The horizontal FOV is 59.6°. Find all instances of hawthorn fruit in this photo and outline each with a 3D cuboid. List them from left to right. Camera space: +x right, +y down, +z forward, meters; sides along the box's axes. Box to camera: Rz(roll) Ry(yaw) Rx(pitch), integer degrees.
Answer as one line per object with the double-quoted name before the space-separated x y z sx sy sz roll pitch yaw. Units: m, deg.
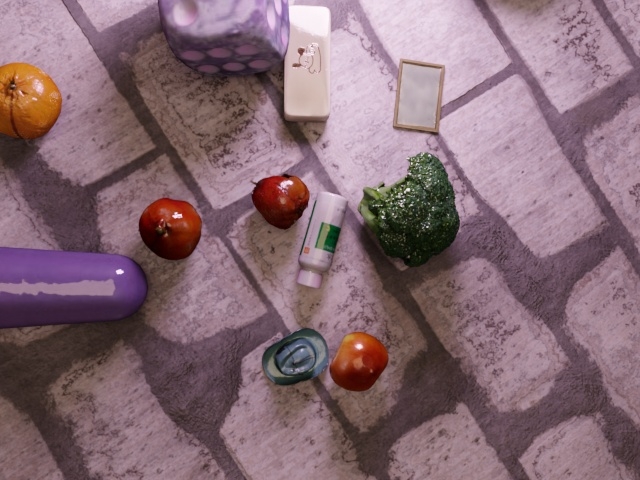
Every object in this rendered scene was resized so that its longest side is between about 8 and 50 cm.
"hawthorn fruit" -0.385 -0.028 1.444 0.169 0.188 0.169 -1 95 -10
"hawthorn fruit" -0.115 -0.118 1.506 0.172 0.148 0.148 31 85 15

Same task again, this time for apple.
"apple" 0.105 0.329 1.501 0.139 0.163 0.163 26 85 3

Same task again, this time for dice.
"dice" -0.235 -0.586 1.413 0.270 0.270 0.271 -2 88 12

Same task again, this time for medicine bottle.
"medicine bottle" 0.000 0.000 1.533 0.095 0.095 0.260 18 87 -5

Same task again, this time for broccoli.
"broccoli" 0.240 -0.083 1.494 0.275 0.308 0.308 28 84 33

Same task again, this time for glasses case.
"glasses case" -0.038 -0.490 1.558 0.131 0.070 0.313 1 88 -6

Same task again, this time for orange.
"orange" -0.764 -0.357 1.428 0.193 0.161 0.193 0 89 -2

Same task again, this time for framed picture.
"framed picture" 0.286 -0.420 1.623 0.136 0.010 0.201 7 88 -7

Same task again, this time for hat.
"hat" -0.065 0.323 1.521 0.191 0.078 0.138 -25 93 -7

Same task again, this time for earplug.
"earplug" -0.672 0.116 1.405 0.456 0.215 0.215 0 88 -10
